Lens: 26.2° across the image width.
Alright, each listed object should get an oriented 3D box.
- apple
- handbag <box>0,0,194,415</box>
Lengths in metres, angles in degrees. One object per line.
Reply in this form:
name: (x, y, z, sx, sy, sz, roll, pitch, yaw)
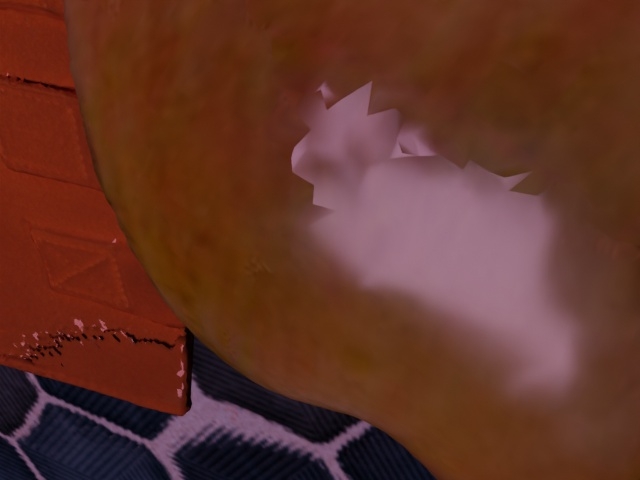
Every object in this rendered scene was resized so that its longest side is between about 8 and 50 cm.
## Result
apple: (0.082, -0.086, 0.452, 0.314, 0.309, 0.252, 27, 138, 10)
handbag: (-0.199, -0.103, 0.801, 0.303, 0.116, 0.410, 13, 134, 23)
